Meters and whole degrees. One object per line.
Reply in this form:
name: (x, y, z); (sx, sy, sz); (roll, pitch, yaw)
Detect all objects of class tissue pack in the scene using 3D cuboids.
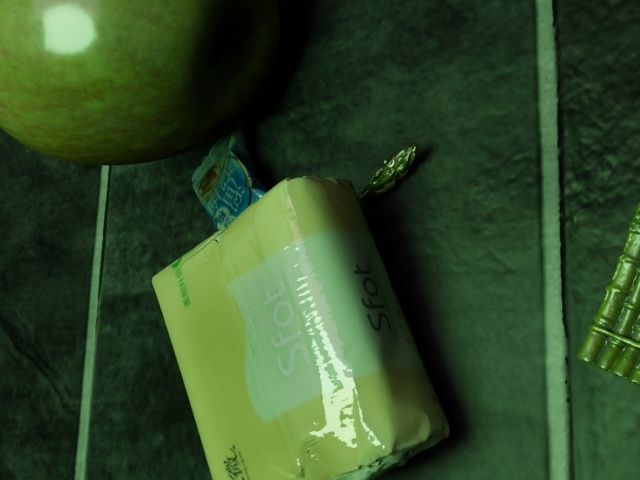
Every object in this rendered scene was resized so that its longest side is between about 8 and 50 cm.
tissue pack: (-0.022, 0.085, 0.726); (0.186, 0.090, 0.222); (-31, 66, 32)

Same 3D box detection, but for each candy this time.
candy: (-0.077, -0.043, 0.857); (0.088, 0.038, 0.136); (-55, 42, 31)

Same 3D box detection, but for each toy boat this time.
toy boat: (0.210, 0.034, 0.609); (0.063, 0.016, 0.115); (22, 93, 42)

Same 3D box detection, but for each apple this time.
apple: (-0.167, -0.179, 0.829); (0.234, 0.257, 0.257); (25, 94, 26)

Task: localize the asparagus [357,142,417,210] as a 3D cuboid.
asparagus: (0.000, 0.000, 0.790); (0.233, 0.022, 0.023); (-45, 10, 24)
